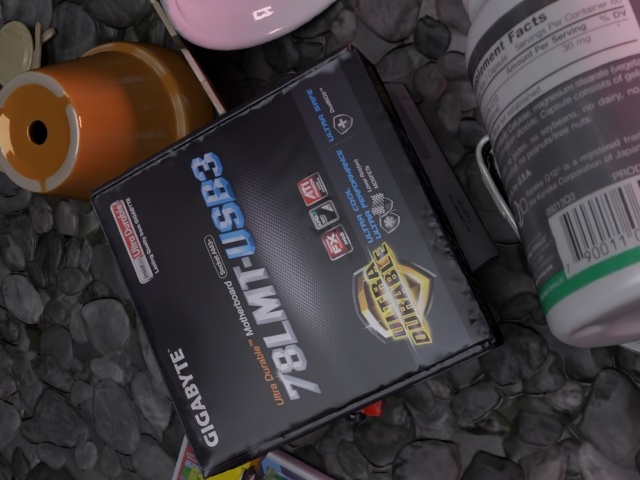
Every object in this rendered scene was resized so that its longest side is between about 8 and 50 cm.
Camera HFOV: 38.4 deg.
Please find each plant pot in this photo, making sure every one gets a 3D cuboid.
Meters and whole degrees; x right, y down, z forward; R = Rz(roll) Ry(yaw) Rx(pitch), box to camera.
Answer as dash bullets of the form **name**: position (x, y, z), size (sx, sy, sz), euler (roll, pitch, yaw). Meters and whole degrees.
- **plant pot**: position (-0.256, -0.125, 1.038), size (0.205, 0.188, 0.205), euler (4, 99, 27)

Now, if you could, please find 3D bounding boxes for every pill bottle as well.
- **pill bottle**: position (0.237, -0.111, 0.754), size (0.204, 0.204, 0.361), euler (-23, 67, 26)

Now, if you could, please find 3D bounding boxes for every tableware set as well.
- **tableware set**: position (-0.387, -0.183, 1.185), size (0.128, 0.039, 0.194), euler (6, 93, 37)

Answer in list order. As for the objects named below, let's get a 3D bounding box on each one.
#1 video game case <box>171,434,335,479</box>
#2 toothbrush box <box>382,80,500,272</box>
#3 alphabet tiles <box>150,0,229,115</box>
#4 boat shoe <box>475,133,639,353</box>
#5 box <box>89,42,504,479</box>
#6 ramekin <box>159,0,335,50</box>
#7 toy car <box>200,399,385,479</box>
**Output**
- **video game case**: position (-0.094, 0.324, 1.109), size (0.201, 0.023, 0.183), euler (24, 106, 23)
- **toothbrush box**: position (0.000, 0.000, 0.965), size (0.296, 0.126, 0.216), euler (-32, 83, 25)
- **alphabet tiles**: position (-0.151, -0.218, 0.983), size (0.009, 0.198, 0.237), euler (-31, 81, 0)
- **boat shoe**: position (0.242, -0.001, 0.868), size (0.096, 0.088, 0.267), euler (-37, 79, 25)
- **box**: position (-0.030, 0.022, 0.833), size (0.293, 0.073, 0.295), euler (-26, 77, 14)
- **ramekin**: position (-0.062, -0.330, 0.883), size (0.277, 0.277, 0.135), euler (-45, 69, 23)
- **toy car**: position (-0.068, 0.117, 0.918), size (0.239, 0.053, 0.225), euler (-37, 82, 25)
